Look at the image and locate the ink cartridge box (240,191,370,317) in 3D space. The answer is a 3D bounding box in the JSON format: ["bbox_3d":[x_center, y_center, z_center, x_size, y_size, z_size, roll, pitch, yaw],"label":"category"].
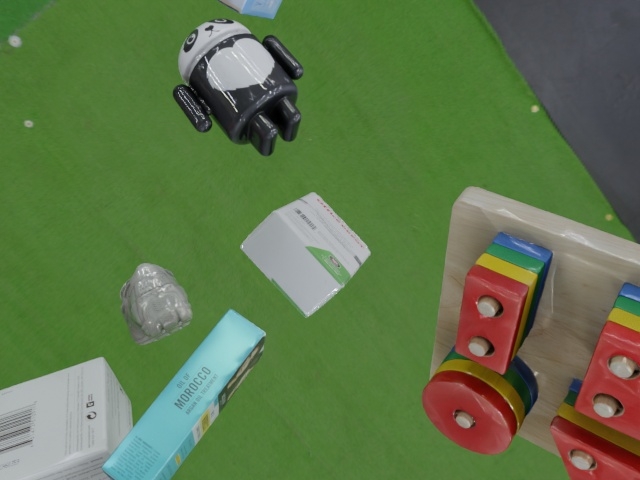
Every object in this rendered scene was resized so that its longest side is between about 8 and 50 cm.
[{"bbox_3d":[-0.016,0.016,1.100,0.092,0.219,0.160,-44,87,19],"label":"ink cartridge box"}]

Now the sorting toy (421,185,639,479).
[{"bbox_3d":[0.203,0.119,0.538,0.257,0.089,0.255,24,137,27],"label":"sorting toy"}]

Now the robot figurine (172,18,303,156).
[{"bbox_3d":[-0.155,-0.302,1.269,0.278,0.209,0.173,51,122,10],"label":"robot figurine"}]

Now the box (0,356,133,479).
[{"bbox_3d":[-0.385,0.300,0.969,0.182,0.181,0.119,-18,130,-7],"label":"box"}]

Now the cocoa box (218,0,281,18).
[{"bbox_3d":[-0.145,-0.666,1.330,0.228,0.231,0.347,32,110,3],"label":"cocoa box"}]

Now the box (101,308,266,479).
[{"bbox_3d":[-0.165,0.211,0.826,0.060,0.100,0.244,33,62,10],"label":"box"}]

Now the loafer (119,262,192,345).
[{"bbox_3d":[-0.276,0.105,1.082,0.112,0.319,0.111,-24,85,-23],"label":"loafer"}]
